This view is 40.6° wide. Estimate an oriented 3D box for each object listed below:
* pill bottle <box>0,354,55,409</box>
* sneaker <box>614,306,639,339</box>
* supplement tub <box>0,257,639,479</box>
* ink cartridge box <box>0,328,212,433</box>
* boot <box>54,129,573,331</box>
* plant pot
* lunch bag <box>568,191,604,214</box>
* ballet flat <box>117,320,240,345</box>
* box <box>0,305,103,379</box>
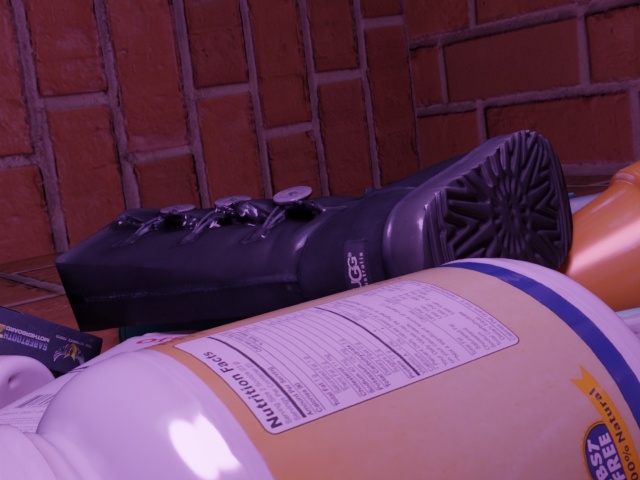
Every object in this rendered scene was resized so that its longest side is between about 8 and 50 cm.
[{"bbox_3d":[-0.392,0.180,0.923,0.215,0.117,0.117,-3,9,28],"label":"pill bottle"},{"bbox_3d":[0.322,0.120,0.871,0.256,0.094,0.151,-18,-21,28],"label":"sneaker"},{"bbox_3d":[0.000,0.145,0.414,0.316,0.228,0.228,-13,10,-34],"label":"supplement tub"},{"bbox_3d":[-0.118,0.169,0.701,0.223,0.129,0.307,-5,8,16],"label":"ink cartridge box"},{"bbox_3d":[-0.001,0.000,0.920,0.445,0.146,0.367,-9,4,36],"label":"boot"},{"bbox_3d":[0.342,0.029,0.975,0.188,0.205,0.205,-24,9,-2],"label":"plant pot"},{"bbox_3d":[0.328,0.019,1.270,0.223,0.160,0.262,-13,-2,-17],"label":"lunch bag"},{"bbox_3d":[-0.038,0.124,1.050,0.400,0.139,0.139,-2,9,6],"label":"ballet flat"},{"bbox_3d":[-0.401,0.122,1.018,0.233,0.059,0.183,25,-27,-30],"label":"box"}]
